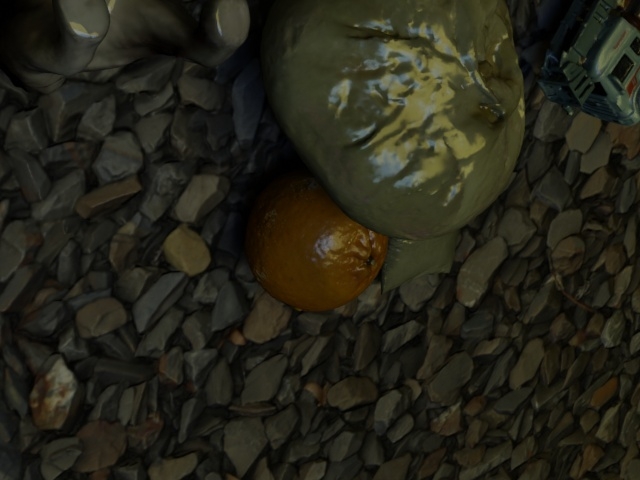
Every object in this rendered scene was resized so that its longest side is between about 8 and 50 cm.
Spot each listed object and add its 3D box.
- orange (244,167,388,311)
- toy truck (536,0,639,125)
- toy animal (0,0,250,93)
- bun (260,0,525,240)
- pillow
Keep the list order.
[{"bbox_3d":[-0.003,-0.001,1.470,0.177,0.155,0.178,-10,115,-22],"label":"orange"},{"bbox_3d":[0.414,-0.306,1.653,0.184,0.133,0.338,37,86,-35],"label":"toy truck"},{"bbox_3d":[-0.250,-0.284,1.066,0.194,0.302,0.344,-24,103,-33],"label":"toy animal"},{"bbox_3d":[0.107,-0.181,1.354,0.361,0.213,0.361,0,91,-41],"label":"bun"},{"bbox_3d":[0.125,-0.020,1.613,0.134,0.078,0.181,-12,122,-35],"label":"pillow"}]
